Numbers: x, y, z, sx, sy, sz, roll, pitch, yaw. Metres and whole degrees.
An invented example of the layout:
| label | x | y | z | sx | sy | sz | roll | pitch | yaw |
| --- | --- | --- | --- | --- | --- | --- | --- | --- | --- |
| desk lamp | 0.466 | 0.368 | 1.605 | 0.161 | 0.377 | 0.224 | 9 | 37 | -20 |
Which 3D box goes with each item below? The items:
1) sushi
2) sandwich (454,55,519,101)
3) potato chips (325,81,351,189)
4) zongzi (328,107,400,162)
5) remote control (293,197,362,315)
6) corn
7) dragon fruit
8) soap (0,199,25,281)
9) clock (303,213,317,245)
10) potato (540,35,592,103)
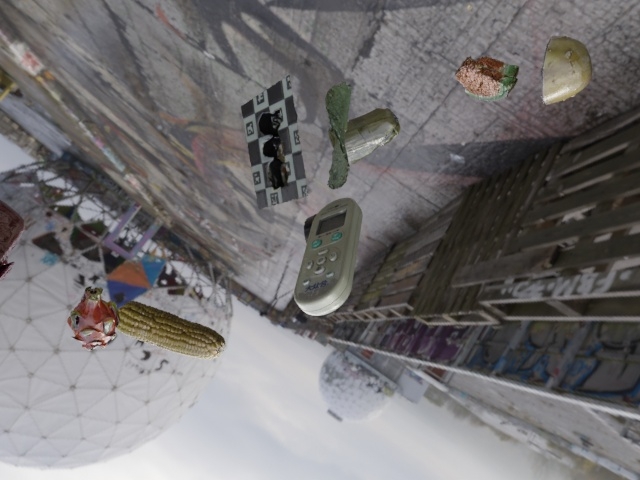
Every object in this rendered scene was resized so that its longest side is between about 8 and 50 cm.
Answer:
| label | x | y | z | sx | sy | sz | roll | pitch | yaw |
| --- | --- | --- | --- | --- | --- | --- | --- | --- | --- |
| sushi | -0.117 | -0.308 | 1.679 | 0.100 | 0.373 | 0.296 | -10 | 179 | -40 |
| sandwich | 0.477 | -0.473 | 1.469 | 0.159 | 0.079 | 0.235 | 36 | -176 | 1 |
| potato chips | 0.043 | -0.238 | 1.185 | 0.059 | 0.167 | 0.228 | 1 | 126 | 5 |
| zongzi | 0.181 | -0.367 | 1.864 | 0.274 | 0.250 | 0.125 | 31 | -138 | -69 |
| remote control | 0.016 | 0.018 | 0.713 | 0.078 | 0.221 | 0.042 | -21 | 122 | 26 |
| corn | -0.382 | 0.232 | 1.302 | 0.291 | 0.101 | 0.101 | 15 | 167 | 5 |
| dragon fruit | -0.406 | 0.138 | 0.908 | 0.081 | 0.086 | 0.116 | -131 | 33 | -49 |
| soap | -0.554 | -0.022 | 0.638 | 0.325 | 0.127 | 0.220 | 38 | -164 | -33 |
| clock | 0.000 | 0.000 | 1.737 | 0.040 | 0.184 | 0.184 | -16 | 144 | 21 |
| potato | 0.706 | -0.478 | 1.444 | 0.117 | 0.182 | 0.202 | 9 | 139 | 32 |
